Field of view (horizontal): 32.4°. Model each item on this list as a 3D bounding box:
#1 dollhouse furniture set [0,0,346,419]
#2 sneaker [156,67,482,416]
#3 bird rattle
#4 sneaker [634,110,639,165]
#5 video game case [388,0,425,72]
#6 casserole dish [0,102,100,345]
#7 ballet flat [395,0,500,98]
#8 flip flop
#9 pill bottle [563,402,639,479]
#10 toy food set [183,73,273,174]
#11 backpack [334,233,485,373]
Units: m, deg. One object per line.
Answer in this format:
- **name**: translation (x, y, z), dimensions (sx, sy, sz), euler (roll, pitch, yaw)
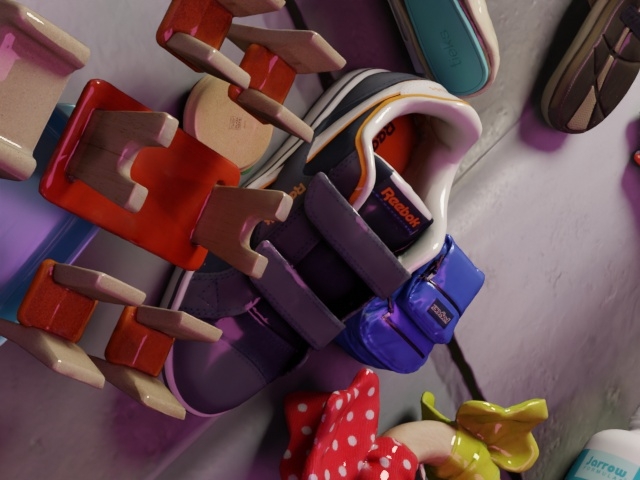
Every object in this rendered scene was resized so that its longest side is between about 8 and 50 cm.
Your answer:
- **dollhouse furniture set**: translation (-0.142, -0.057, 0.681), dimensions (0.259, 0.135, 0.262), euler (33, 78, -49)
- **sneaker**: translation (0.000, 0.000, 0.831), dimensions (0.126, 0.127, 0.321), euler (44, 73, -37)
- **bird rattle**: translation (0.087, 0.205, 0.893), dimensions (0.253, 0.143, 0.207), euler (7, 63, -47)
- **sneaker**: translation (0.362, -0.073, 1.158), dimensions (0.075, 0.057, 0.161), euler (-13, 109, -19)
- **video game case**: translation (0.091, -0.216, 0.932), dimensions (0.087, 0.011, 0.122), euler (-40, 121, -25)
- **casserole dish**: translation (-0.214, -0.011, 0.713), dimensions (0.188, 0.037, 0.114), euler (-54, 126, -18)
- **ballet flat**: translation (0.083, -0.231, 0.874), dimensions (0.086, 0.086, 0.248), euler (-40, 122, -26)
- **flip flop**: translation (0.292, -0.226, 1.056), dimensions (0.112, 0.080, 0.277), euler (34, 93, -43)
- **pill bottle**: translation (0.303, 0.295, 1.117), dimensions (0.146, 0.146, 0.264), euler (48, 69, -35)
- **toy food set**: translation (-0.068, -0.088, 0.824), dimensions (0.082, 0.020, 0.083), euler (-16, 108, -36)
- **backpack**: translation (0.066, 0.047, 0.909), dimensions (0.098, 0.101, 0.120), euler (44, 73, -26)
